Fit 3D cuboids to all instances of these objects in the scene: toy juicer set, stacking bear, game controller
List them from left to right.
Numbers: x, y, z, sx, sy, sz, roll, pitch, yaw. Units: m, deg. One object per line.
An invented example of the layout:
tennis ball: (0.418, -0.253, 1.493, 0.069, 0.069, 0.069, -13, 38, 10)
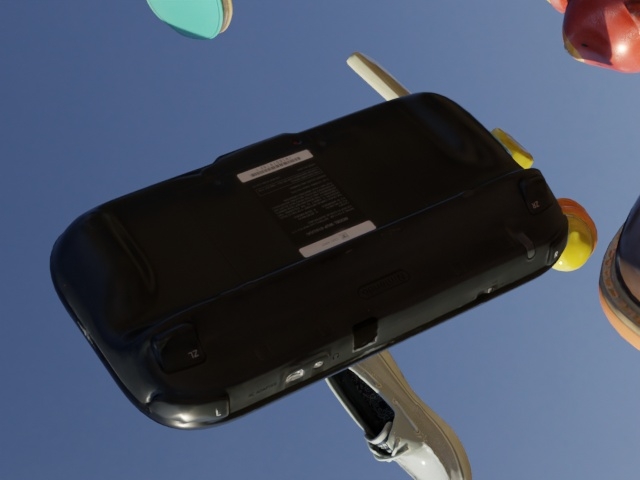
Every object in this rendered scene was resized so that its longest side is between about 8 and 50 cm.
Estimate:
game controller: (0.000, 0.000, 0.826, 0.319, 0.166, 0.067, -22, -42, -29)
toy juicer set: (0.146, -0.042, 1.223, 0.209, 0.089, 0.329, 49, -165, 28)
stacking bear: (0.256, -0.281, 1.280, 0.175, 0.164, 0.289, 44, -157, -55)

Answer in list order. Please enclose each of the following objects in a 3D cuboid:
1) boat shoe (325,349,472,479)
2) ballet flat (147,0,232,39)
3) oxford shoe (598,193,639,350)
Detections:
boat shoe: (0.076, 0.205, 1.482, 0.227, 0.079, 0.081, 53, -138, 2)
ballet flat: (-0.120, -0.245, 1.092, 0.232, 0.080, 0.073, 58, -141, -67)
oxford shoe: (0.242, -0.094, 0.517, 0.364, 0.130, 0.132, -40, -42, -13)
